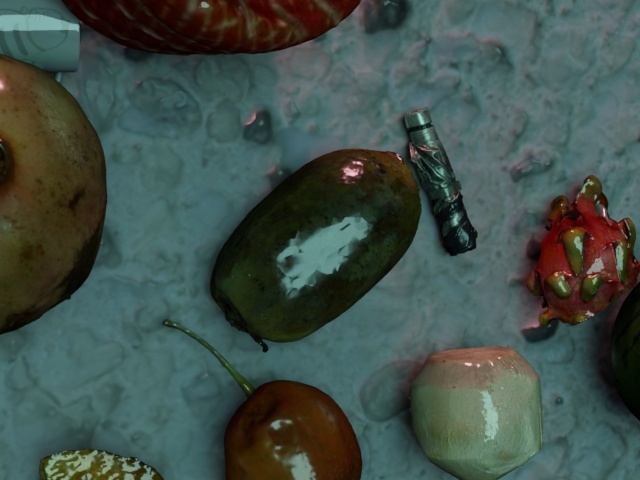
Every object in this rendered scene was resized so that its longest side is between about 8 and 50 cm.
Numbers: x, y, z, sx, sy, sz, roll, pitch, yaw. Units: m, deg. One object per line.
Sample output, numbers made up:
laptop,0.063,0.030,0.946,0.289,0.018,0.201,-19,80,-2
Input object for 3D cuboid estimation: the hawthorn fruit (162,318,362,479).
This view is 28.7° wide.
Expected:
hawthorn fruit,-0.070,0.194,1.430,0.165,0.165,0.285,-29,81,-17

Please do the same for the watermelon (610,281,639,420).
watermelon,0.483,0.137,1.556,0.242,0.242,0.242,0,89,-19

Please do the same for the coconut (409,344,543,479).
coconut,0.191,0.213,1.500,0.161,0.161,0.162,-8,95,-19

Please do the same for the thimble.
thimble,-0.121,-0.358,1.308,0.350,0.230,0.350,-6,99,-46

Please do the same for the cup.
cup,-0.329,-0.212,1.354,0.133,0.099,0.136,-4,90,-20

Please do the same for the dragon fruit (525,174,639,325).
dragon fruit,0.334,0.015,1.572,0.150,0.133,0.207,30,61,-42

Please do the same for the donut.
donut,-0.217,0.343,1.383,0.152,0.101,0.259,-11,92,-19

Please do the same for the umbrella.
umbrella,0.147,-0.072,1.542,0.050,0.046,0.188,-28,101,-61

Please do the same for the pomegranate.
pomegranate,-0.371,-0.046,1.248,0.322,0.322,0.322,0,89,-19

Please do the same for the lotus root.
lotus root,0.000,0.000,1.437,0.275,0.152,0.160,-42,93,-17
